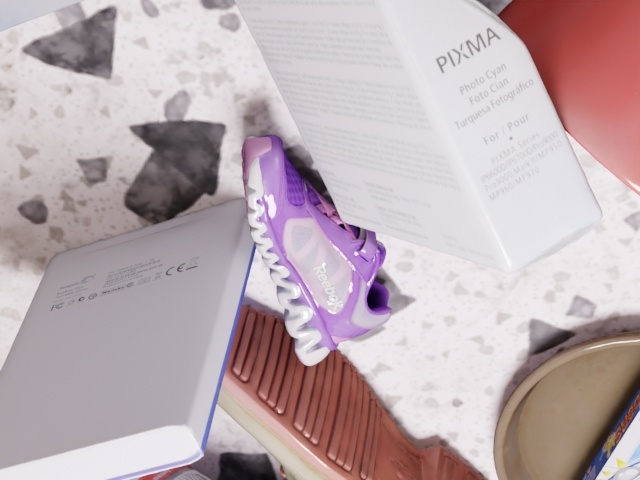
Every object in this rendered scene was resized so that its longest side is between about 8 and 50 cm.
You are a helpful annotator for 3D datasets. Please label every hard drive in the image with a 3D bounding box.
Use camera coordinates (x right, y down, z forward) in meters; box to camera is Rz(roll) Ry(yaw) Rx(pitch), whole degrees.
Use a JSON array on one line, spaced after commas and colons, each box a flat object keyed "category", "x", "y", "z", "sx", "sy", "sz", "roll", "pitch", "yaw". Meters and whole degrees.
[{"category": "hard drive", "x": -0.170, "y": 0.089, "z": 1.382, "sx": 0.210, "sy": 0.318, "sz": 0.040, "roll": -16, "pitch": 120, "yaw": 17}]

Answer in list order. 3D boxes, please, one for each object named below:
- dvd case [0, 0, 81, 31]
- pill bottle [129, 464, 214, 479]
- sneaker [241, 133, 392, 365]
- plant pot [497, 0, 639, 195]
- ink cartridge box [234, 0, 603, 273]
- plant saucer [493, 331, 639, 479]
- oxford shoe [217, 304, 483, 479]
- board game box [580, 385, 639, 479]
[{"category": "dvd case", "x": -0.247, "y": -0.268, "z": 1.334, "sx": 0.253, "sy": 0.022, "sz": 0.180, "roll": -17, "pitch": 120, "yaw": 18}, {"category": "pill bottle", "x": -0.060, "y": 0.375, "z": 1.556, "sx": 0.363, "sy": 0.210, "sz": 0.210, "roll": 29, "pitch": 126, "yaw": 17}, {"category": "sneaker", "x": 0.000, "y": 0.000, "z": 1.444, "sx": 0.105, "sy": 0.095, "sz": 0.236, "roll": -15, "pitch": 125, "yaw": 9}, {"category": "plant pot", "x": 0.302, "y": -0.165, "z": 1.203, "sx": 0.275, "sy": 0.275, "sz": 0.243, "roll": 34, "pitch": 111, "yaw": -14}, {"category": "ink cartridge box", "x": 0.029, "y": -0.175, "z": 1.212, "sx": 0.091, "sy": 0.308, "sz": 0.385, "roll": -30, "pitch": 107, "yaw": -15}, {"category": "plant saucer", "x": 0.303, "y": 0.193, "z": 1.556, "sx": 0.278, "sy": 0.041, "sz": 0.277, "roll": 4, "pitch": 123, "yaw": 6}, {"category": "oxford shoe", "x": 0.003, "y": 0.217, "z": 1.557, "sx": 0.397, "sy": 0.140, "sz": 0.146, "roll": 43, "pitch": 126, "yaw": -17}, {"category": "board game box", "x": 0.330, "y": 0.207, "z": 1.517, "sx": 0.136, "sy": 0.035, "sz": 0.201, "roll": 20, "pitch": 124, "yaw": -6}]
